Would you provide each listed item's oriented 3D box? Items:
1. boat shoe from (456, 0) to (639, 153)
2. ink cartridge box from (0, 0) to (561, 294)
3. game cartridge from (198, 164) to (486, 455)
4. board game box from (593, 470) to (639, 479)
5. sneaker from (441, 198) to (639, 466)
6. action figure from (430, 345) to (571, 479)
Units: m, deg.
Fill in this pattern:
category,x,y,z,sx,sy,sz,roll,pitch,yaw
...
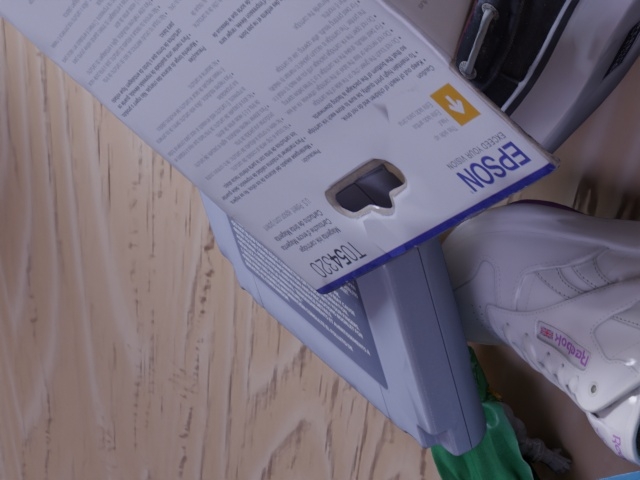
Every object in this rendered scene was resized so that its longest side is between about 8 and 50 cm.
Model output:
category,x,y,z,sx,sy,sz,roll,pitch,yaw
boat shoe,0.118,-0.120,1.089,0.102,0.108,0.301,44,152,10
ink cartridge box,-0.048,-0.127,1.067,0.330,0.071,0.324,40,156,-9
game cartridge,0.000,0.000,1.315,0.297,0.062,0.198,39,148,50
board game box,0.288,0.244,1.212,0.336,0.079,0.254,28,153,-24
sneaker,0.164,0.057,1.186,0.114,0.152,0.305,35,157,-35
action figure,0.132,0.167,1.430,0.137,0.063,0.232,13,139,41
